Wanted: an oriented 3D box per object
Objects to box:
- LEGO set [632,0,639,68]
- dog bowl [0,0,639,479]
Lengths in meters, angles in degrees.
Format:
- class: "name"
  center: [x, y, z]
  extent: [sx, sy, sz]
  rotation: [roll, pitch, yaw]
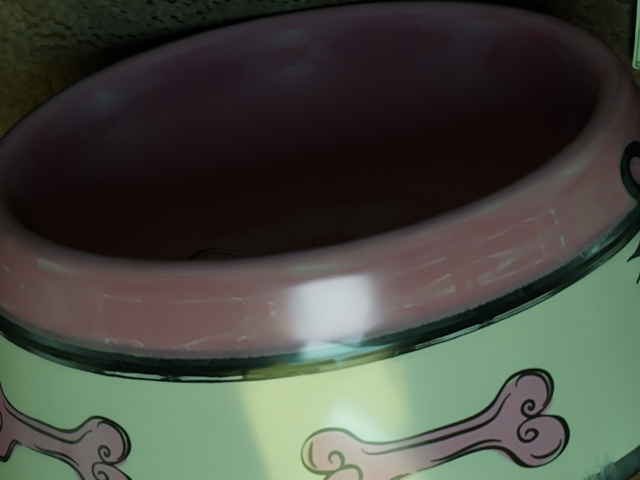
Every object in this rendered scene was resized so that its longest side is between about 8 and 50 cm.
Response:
- class: "LEGO set"
  center: [0.261, -0.191, 1.004]
  extent: [0.182, 0.060, 0.244]
  rotation: [-4, 147, 5]
- class: "dog bowl"
  center: [0.000, 0.000, 0.966]
  extent: [0.408, 0.408, 0.150]
  rotation: [-7, 117, 8]
